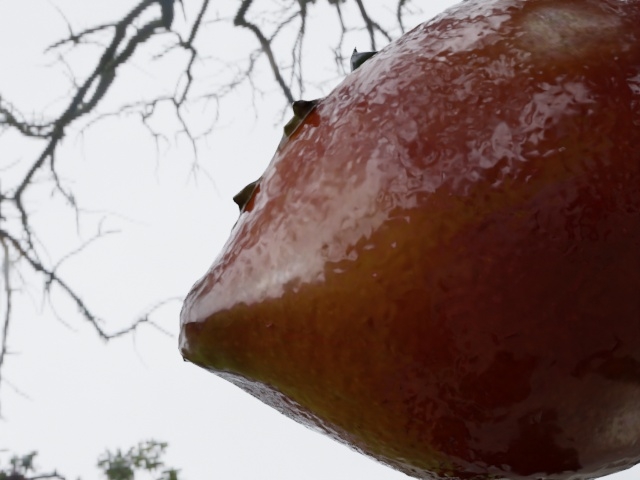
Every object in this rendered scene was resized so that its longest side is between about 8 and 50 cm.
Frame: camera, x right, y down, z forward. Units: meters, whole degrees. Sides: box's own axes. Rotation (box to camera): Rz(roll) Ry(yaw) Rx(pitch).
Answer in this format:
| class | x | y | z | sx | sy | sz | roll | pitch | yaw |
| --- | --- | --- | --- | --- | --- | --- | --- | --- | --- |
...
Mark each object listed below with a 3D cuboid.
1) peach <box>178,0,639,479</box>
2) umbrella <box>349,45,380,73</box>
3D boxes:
| class | x | y | z | sx | sy | sz | roll | pitch | yaw |
| --- | --- | --- | --- | --- | --- | --- | --- | --- | --- |
| peach | 0.111 | 0.013 | 0.528 | 0.362 | 0.201 | 0.257 | -24 | -55 | -21 |
| umbrella | 0.075 | -0.098 | 1.323 | 0.090 | 0.094 | 0.326 | -2 | -78 | 7 |
